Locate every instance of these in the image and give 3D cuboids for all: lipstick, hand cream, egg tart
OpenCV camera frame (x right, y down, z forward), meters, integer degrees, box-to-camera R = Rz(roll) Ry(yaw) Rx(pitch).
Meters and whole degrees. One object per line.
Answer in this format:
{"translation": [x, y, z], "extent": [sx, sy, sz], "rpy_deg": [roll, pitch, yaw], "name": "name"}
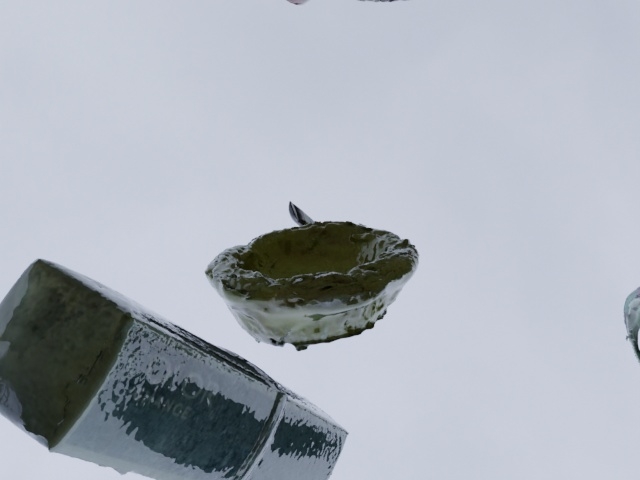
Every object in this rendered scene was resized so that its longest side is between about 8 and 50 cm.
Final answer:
{"translation": [-0.070, 0.094, 0.522], "extent": [0.076, 0.290, 0.078], "rpy_deg": [28, -99, 27], "name": "lipstick"}
{"translation": [0.000, 0.000, 1.120], "extent": [0.122, 0.023, 0.036], "rpy_deg": [46, -165, -39], "name": "hand cream"}
{"translation": [-0.003, 0.040, 0.840], "extent": [0.197, 0.197, 0.078], "rpy_deg": [-18, -71, -30], "name": "egg tart"}

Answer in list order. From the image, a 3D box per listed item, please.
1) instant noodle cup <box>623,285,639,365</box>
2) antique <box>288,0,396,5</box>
{"translation": [0.365, 0.073, 0.712], "extent": [0.190, 0.251, 0.251], "rpy_deg": [-32, -104, -7], "name": "instant noodle cup"}
{"translation": [0.018, -0.121, 0.279], "extent": [0.104, 0.104, 0.104], "rpy_deg": [10, -122, -17], "name": "antique"}
